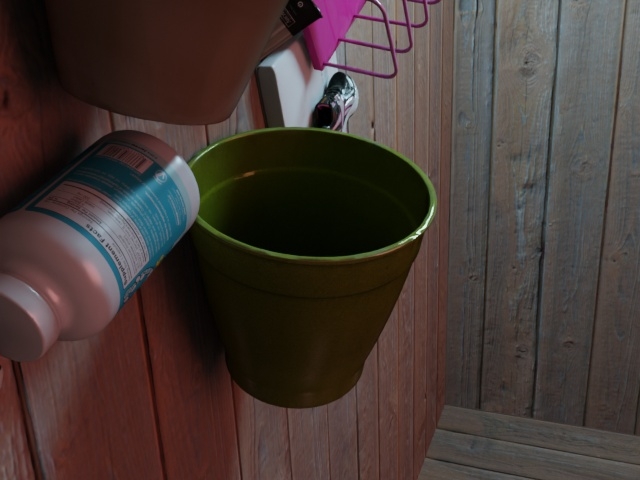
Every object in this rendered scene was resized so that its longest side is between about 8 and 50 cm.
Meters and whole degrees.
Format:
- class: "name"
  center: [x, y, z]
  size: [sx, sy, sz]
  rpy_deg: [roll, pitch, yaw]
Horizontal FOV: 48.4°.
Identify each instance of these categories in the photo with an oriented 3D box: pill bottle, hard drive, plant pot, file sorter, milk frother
- class: "pill bottle"
  center: [-0.246, 0.003, 0.741]
  size: [0.264, 0.146, 0.146]
  rpy_deg: [-59, 148, -49]
- class: "hard drive"
  center: [-0.033, -0.306, 1.395]
  size: [0.307, 0.040, 0.203]
  rpy_deg: [-60, 149, -48]
- class: "plant pot"
  center: [-0.031, 0.061, 1.121]
  size: [0.366, 0.367, 0.353]
  rpy_deg: [-58, 159, -51]
- class: "file sorter"
  center: [0.109, -0.469, 1.303]
  size: [0.290, 0.182, 0.202]
  rpy_deg: [-61, 154, -22]
- class: "plant pot"
  center: [-0.160, -0.282, 0.740]
  size: [0.323, 0.323, 0.280]
  rpy_deg: [-37, 145, -64]
- class: "milk frother"
  center: [-0.083, -0.368, 1.137]
  size: [0.129, 0.135, 0.143]
  rpy_deg: [56, 10, -7]

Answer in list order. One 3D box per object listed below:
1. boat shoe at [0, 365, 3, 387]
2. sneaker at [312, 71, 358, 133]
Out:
- class: "boat shoe"
  center: [-0.348, 0.098, 0.583]
  size: [0.219, 0.078, 0.070]
  rpy_deg: [18, 79, -68]
- class: "sneaker"
  center: [0.026, -0.265, 1.415]
  size: [0.077, 0.072, 0.178]
  rpy_deg: [42, 49, -53]
